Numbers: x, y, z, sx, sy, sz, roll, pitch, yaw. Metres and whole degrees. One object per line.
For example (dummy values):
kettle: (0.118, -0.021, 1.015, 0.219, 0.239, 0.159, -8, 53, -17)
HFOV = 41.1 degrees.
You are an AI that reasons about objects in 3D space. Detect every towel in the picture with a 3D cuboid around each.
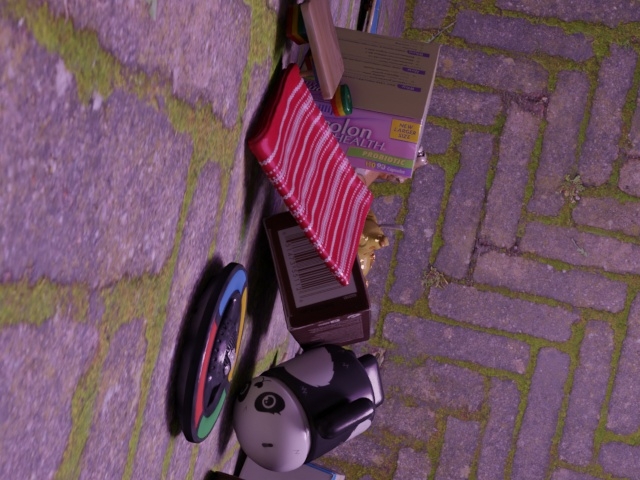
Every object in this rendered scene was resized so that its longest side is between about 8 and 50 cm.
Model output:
towel: (-0.005, -0.095, 1.218, 0.275, 0.031, 0.199, 57, 34, -32)

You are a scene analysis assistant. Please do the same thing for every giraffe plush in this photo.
giraffe plush: (0.072, 0.017, 2.025, 0.181, 0.210, 0.170, -74, -179, -56)

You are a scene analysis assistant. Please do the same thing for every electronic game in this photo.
electronic game: (-0.130, 0.140, 1.072, 0.229, 0.048, 0.229, 13, 90, -85)

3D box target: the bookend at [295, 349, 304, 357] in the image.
bookend: (-0.032, 0.354, 2.339, 0.156, 0.072, 0.157, -65, 166, -69)

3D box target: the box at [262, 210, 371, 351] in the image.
box: (0.002, 0.075, 1.483, 0.381, 0.143, 0.191, 71, 5, -76)

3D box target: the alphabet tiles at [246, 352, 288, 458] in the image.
alphabet tiles: (-0.118, 0.394, 1.839, 0.284, 0.021, 0.278, -63, 167, -68)

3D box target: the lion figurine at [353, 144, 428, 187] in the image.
lion figurine: (0.100, -0.170, 1.949, 0.392, 0.142, 0.240, -40, 145, -36)

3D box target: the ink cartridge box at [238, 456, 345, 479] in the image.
ink cartridge box: (-0.065, 0.512, 1.691, 0.233, 0.171, 0.168, 63, 46, -72)

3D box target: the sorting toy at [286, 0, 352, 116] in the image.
sorting toy: (-0.013, -0.285, 1.190, 0.132, 0.046, 0.275, -73, 151, -59)

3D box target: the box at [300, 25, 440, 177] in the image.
box: (0.074, -0.238, 1.426, 0.243, 0.213, 0.117, -72, 171, -48)

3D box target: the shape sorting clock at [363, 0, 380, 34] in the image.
shape sorting clock: (0.127, -0.572, 2.096, 0.206, 0.040, 0.206, 9, 90, -86)

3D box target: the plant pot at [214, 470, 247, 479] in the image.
plant pot: (-0.125, 0.475, 1.352, 0.167, 0.167, 0.165, 88, 24, -67)

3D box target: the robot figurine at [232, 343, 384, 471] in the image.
robot figurine: (-0.019, 0.279, 1.464, 0.278, 0.174, 0.209, -20, 156, -36)
